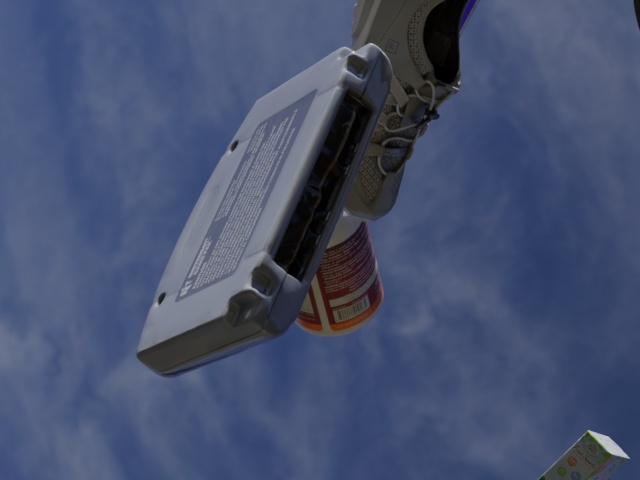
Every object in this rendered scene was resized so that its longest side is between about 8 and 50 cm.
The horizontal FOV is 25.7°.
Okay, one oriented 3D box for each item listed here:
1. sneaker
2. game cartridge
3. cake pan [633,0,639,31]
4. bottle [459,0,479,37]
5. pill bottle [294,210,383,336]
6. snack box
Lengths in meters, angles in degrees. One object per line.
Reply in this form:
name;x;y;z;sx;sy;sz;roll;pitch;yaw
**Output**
sneaker;0.078;-0.145;1.367;0.115;0.105;0.281;25;-65;35
game cartridge;-0.051;-0.023;1.190;0.060;0.294;0.196;39;-34;-25
cake pan;0.404;-0.225;1.276;0.293;0.054;0.293;27;-50;38
bottle;0.085;-0.201;1.562;0.092;0.283;0.118;36;-22;-19
pill bottle;0.000;0.000;1.678;0.121;0.121;0.221;22;-38;36
snack box;0.258;0.241;1.418;0.100;0.141;0.037;-47;-111;6
